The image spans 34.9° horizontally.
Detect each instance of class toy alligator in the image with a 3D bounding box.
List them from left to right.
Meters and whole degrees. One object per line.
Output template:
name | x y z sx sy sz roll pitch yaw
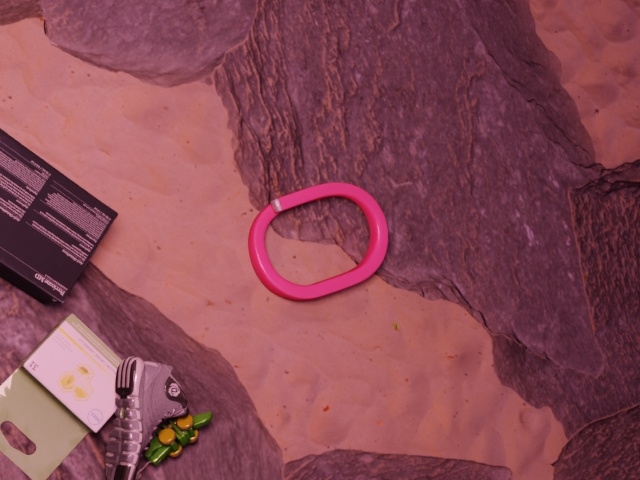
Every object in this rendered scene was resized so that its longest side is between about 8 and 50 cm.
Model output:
toy alligator | -0.273 0.349 1.770 0.189 0.056 0.051 -38 54 -20

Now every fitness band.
fitness band | 0.000 0.000 1.967 0.290 0.054 0.209 -18 89 -27

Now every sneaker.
sneaker | -0.281 0.314 1.710 0.132 0.086 0.229 11 83 -39

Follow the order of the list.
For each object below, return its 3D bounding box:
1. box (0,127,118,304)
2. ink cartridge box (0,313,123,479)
box | -0.498 -0.039 1.678 0.261 0.103 0.184 39 63 -24
ink cartridge box | -0.439 0.264 1.696 0.171 0.056 0.235 47 62 -13
